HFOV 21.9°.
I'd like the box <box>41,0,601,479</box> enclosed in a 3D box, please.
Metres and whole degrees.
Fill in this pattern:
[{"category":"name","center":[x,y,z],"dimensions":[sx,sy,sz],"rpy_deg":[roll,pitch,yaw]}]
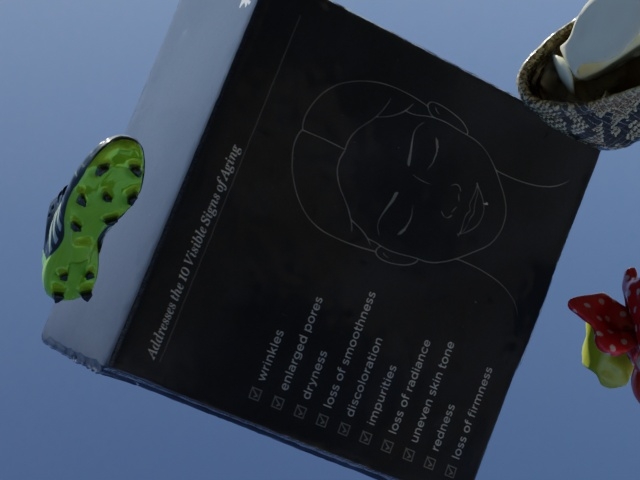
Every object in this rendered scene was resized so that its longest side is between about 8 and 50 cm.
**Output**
[{"category":"box","center":[0.000,0.000,1.959],"dimensions":[0.472,0.480,0.297],"rpy_deg":[25,174,-25]}]

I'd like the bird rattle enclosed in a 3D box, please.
[{"category":"bird rattle","center":[0.394,0.133,1.934],"dimensions":[0.207,0.143,0.253],"rpy_deg":[59,-179,10]}]

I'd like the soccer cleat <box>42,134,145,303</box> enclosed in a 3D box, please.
[{"category":"soccer cleat","center":[-0.189,-0.026,1.323],"dimensions":[0.060,0.179,0.072],"rpy_deg":[2,-135,-30]}]

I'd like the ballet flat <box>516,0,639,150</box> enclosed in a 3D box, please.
[{"category":"ballet flat","center":[0.378,-0.236,1.546],"dimensions":[0.182,0.483,0.164],"rpy_deg":[10,-125,-45]}]
